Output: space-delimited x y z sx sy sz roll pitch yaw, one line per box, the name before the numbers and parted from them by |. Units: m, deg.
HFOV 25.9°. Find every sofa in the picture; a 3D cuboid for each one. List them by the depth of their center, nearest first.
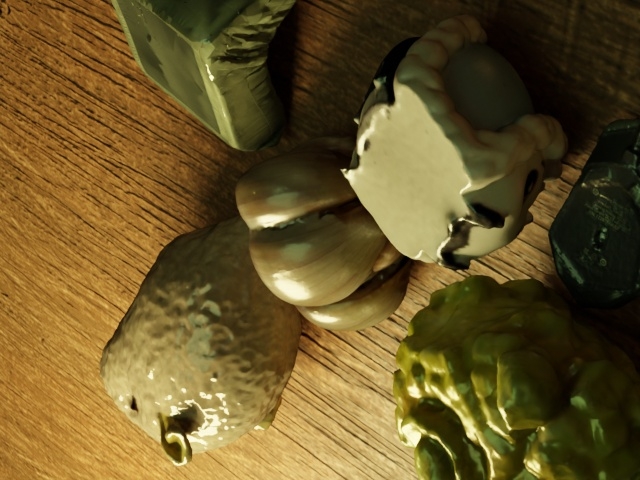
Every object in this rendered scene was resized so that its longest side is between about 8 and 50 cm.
sofa | -0.102 -0.245 1.524 0.210 0.176 0.225 39 162 30

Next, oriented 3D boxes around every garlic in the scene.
garlic | 0.000 0.000 1.460 0.191 0.160 0.214 -6 97 48

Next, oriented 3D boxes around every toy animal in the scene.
toy animal | 0.130 -0.090 1.280 0.204 0.156 0.208 51 155 13
toy animal | -0.123 0.116 1.635 0.226 0.188 0.358 54 132 27

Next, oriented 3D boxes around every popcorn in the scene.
popcorn | 0.187 0.167 1.278 0.242 0.235 0.250 55 169 -19

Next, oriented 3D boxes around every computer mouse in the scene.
computer mouse | 0.270 -0.020 1.229 0.106 0.062 0.192 38 127 31
